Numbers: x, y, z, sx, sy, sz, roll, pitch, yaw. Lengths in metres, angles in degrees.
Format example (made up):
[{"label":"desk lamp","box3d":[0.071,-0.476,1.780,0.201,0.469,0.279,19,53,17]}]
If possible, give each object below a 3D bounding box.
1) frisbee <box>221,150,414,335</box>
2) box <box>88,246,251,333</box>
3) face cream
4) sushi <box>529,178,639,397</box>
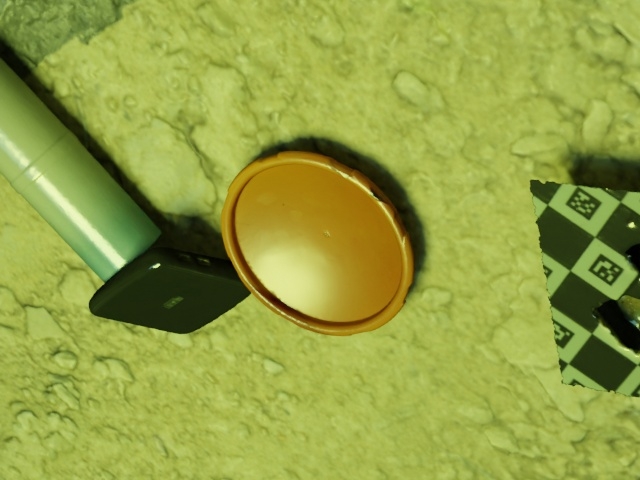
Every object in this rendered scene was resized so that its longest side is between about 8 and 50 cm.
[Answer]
[{"label":"frisbee","box3d":[0.000,0.000,1.637,0.192,0.035,0.192,14,125,20]},{"label":"box","box3d":[-0.142,0.047,1.712,0.125,0.027,0.126,15,145,-37]},{"label":"face cream","box3d":[-0.260,-0.073,1.706,0.250,0.077,0.077,48,131,-8]},{"label":"sushi","box3d":[0.300,0.040,1.491,0.231,0.047,0.219,9,130,30]}]
